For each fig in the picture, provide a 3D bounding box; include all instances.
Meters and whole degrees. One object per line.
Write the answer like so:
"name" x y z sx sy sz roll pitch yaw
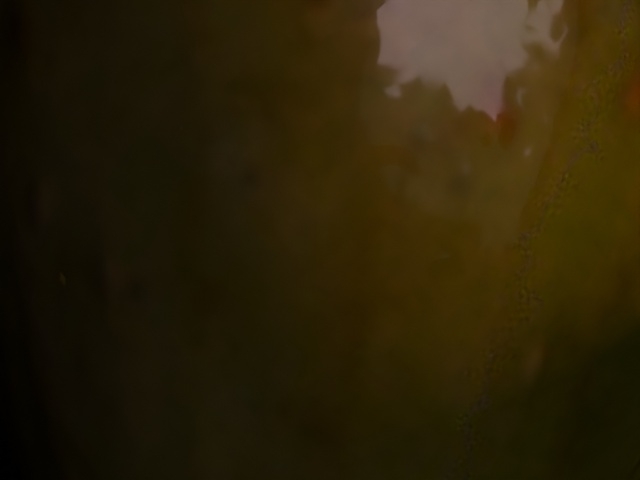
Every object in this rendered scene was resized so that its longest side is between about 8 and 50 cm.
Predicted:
"fig" 0.000 0.000 0.471 0.258 0.258 0.326 13 81 -33
